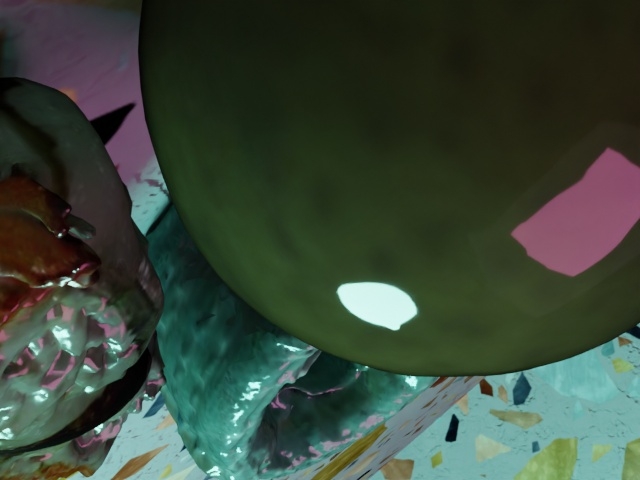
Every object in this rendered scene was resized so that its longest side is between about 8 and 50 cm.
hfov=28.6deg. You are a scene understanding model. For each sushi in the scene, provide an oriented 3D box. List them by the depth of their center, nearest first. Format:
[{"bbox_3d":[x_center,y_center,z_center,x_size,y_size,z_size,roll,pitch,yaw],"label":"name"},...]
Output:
[{"bbox_3d":[-0.138,0.033,0.570,0.130,0.124,0.332,-36,166,-13],"label":"sushi"}]

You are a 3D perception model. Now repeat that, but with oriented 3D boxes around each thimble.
[{"bbox_3d":[-0.016,0.044,0.795,0.235,0.143,0.198,-44,150,17],"label":"thimble"}]

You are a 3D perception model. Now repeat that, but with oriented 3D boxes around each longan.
[{"bbox_3d":[0.055,-0.075,0.492,0.258,0.258,0.258,-36,164,-12],"label":"longan"}]
